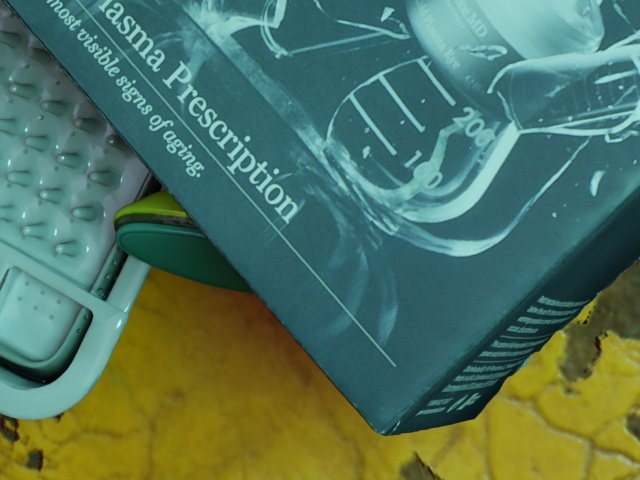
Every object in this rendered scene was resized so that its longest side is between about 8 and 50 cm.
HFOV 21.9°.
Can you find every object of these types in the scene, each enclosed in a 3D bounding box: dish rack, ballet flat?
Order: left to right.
[{"bbox_3d":[-0.191,-0.087,1.025,0.285,0.072,0.333,28,97,16],"label":"dish rack"},{"bbox_3d":[0.000,0.000,0.947,0.231,0.077,0.077,16,64,0],"label":"ballet flat"}]

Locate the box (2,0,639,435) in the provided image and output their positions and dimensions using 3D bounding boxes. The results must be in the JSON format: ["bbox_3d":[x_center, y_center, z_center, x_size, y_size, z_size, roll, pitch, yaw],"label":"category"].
[{"bbox_3d":[0.051,-0.137,0.802,0.312,0.179,0.343,-45,74,10],"label":"box"}]
